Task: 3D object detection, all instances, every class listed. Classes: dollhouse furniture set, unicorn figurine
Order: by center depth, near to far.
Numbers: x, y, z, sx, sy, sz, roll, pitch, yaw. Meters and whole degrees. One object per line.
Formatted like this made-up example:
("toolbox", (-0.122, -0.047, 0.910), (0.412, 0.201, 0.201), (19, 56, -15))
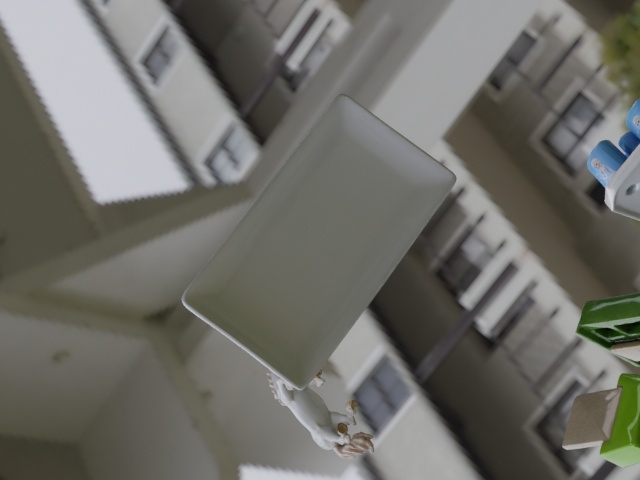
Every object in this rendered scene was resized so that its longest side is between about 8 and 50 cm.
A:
("unicorn figurine", (-0.012, 0.163, 1.626), (0.060, 0.111, 0.162), (-25, -99, -21))
("dollhouse furniture set", (0.424, 0.205, 1.720), (0.302, 0.151, 0.197), (27, -113, -22))

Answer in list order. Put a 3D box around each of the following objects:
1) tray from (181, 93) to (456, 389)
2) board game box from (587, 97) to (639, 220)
("tray", (0.000, 0.000, 1.499), (0.145, 0.270, 0.030), (37, 159, 0))
("board game box", (0.434, -0.150, 1.217), (0.390, 0.390, 0.050), (15, -151, -44))
